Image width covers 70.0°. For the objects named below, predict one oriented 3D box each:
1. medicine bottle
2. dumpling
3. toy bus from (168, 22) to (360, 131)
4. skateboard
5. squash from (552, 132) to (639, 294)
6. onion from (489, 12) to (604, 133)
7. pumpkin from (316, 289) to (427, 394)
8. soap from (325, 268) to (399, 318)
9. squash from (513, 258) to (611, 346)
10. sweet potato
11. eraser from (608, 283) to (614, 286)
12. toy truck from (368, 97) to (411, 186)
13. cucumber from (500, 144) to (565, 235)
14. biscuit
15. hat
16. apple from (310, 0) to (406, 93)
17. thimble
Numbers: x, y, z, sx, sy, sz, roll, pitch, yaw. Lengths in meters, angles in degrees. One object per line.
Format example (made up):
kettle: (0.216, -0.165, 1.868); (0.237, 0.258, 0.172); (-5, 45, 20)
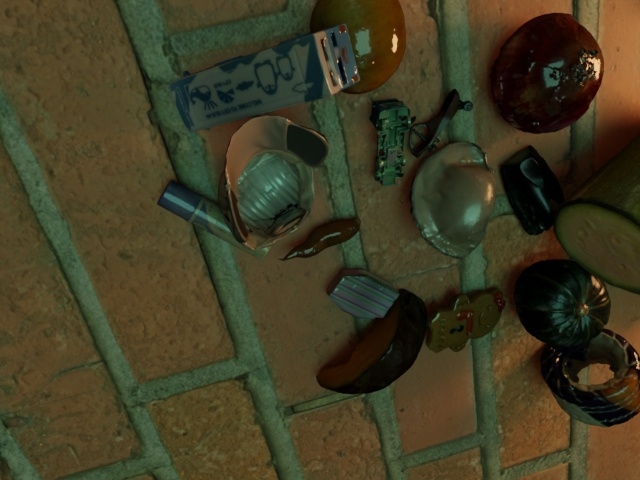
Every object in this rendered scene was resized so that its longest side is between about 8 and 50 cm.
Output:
medicine bottle: (-0.205, -0.039, 0.912); (0.231, 0.059, 0.059); (29, 102, -20)
dumpling: (0.268, -0.086, 0.956); (0.173, 0.142, 0.246); (7, 86, -11)
toy bus: (-0.096, -0.259, 0.746); (0.298, 0.131, 0.106); (-6, 116, 28)
skateboard: (0.229, -0.241, 0.930); (0.080, 0.067, 0.151); (35, 104, -12)
squash: (0.719, -0.103, 0.937); (0.384, 0.263, 0.263); (-40, 113, -8)
onion: (0.457, -0.315, 0.891); (0.230, 0.163, 0.229); (-7, 119, -13)
pumpkin: (0.157, 0.286, 1.068); (0.169, 0.148, 0.312); (41, 100, -20)
soap: (0.089, 0.120, 1.035); (0.149, 0.056, 0.100); (28, 101, -20)
squash: (0.566, 0.144, 1.081); (0.219, 0.172, 0.218); (-1, 108, -4)
sweet potato: (0.000, 0.000, 0.970); (0.195, 0.056, 0.056); (-29, 114, -9)
eraser: (0.869, 0.055, 1.150); (0.290, 0.104, 0.189); (14, 111, -16)
toy truck: (0.136, -0.198, 0.926); (0.067, 0.081, 0.175); (-9, 131, -7)
cucumber: (0.485, -0.111, 1.023); (0.115, 0.085, 0.193); (-35, 107, 5)
biscuit: (0.358, 0.196, 1.112); (0.226, 0.036, 0.165); (-12, 116, -20)
hat: (-0.108, -0.108, 0.810); (0.161, 0.275, 0.232); (33, 75, 16)
apple: (0.069, -0.352, 0.790); (0.155, 0.182, 0.182); (-25, 114, -12)
thimble: (0.695, 0.335, 1.163); (0.237, 0.237, 0.150); (-36, 118, 3)
